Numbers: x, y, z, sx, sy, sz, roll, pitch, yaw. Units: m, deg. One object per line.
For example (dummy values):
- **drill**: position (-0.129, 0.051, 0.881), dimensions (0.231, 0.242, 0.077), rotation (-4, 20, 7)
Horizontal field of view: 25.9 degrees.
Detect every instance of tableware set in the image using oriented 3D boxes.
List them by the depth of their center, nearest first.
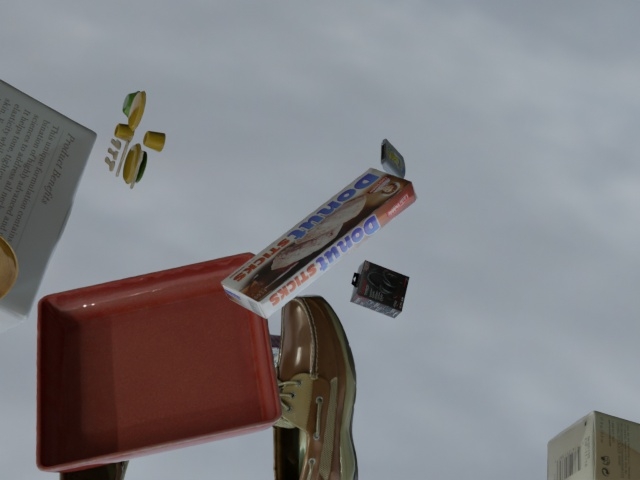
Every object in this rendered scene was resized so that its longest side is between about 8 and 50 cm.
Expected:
- **tableware set**: position (-0.209, -0.119, 1.596), dimensions (0.024, 0.104, 0.154), rotation (15, -171, -24)

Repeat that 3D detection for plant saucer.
- **plant saucer**: position (-0.178, 0.139, 1.519), dimensions (0.259, 0.048, 0.258), rotation (-13, -137, 0)

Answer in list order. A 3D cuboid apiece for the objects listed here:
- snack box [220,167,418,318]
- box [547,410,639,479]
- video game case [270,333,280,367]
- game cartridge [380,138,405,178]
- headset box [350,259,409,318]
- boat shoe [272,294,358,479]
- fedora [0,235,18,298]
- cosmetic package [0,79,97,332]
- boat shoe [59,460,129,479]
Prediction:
- **snack box**: position (0.000, 0.000, 1.206), dimensions (0.178, 0.022, 0.064), rotation (-38, -149, -20)
- **box**: position (0.516, 0.376, 2.135), dimensions (0.311, 0.148, 0.121), rotation (17, -124, -15)
- **video game case**: position (-0.166, 0.235, 2.319), dimensions (0.042, 0.210, 0.232), rotation (51, -164, 23)
- **game cartridge**: position (0.125, -0.136, 2.398), dimensions (0.056, 0.017, 0.083), rotation (49, -156, -26)
- **headset box**: position (0.085, 0.072, 2.081), dimensions (0.083, 0.032, 0.062), rotation (22, -120, -11)
- **boat shoe**: position (-0.023, 0.242, 2.017), dimensions (0.119, 0.324, 0.122), rotation (-7, -179, -36)
- **fedora**: position (-0.487, 0.047, 1.800), dimensions (0.194, 0.194, 0.079), rotation (11, -134, -7)
- **cosmetic package**: position (-0.610, -0.070, 2.064), dimensions (0.393, 0.327, 0.330), rotation (30, -120, -25)
- **boat shoe**: position (-0.260, 0.235, 1.630), dimensions (0.095, 0.095, 0.258), rotation (4, -111, -9)
